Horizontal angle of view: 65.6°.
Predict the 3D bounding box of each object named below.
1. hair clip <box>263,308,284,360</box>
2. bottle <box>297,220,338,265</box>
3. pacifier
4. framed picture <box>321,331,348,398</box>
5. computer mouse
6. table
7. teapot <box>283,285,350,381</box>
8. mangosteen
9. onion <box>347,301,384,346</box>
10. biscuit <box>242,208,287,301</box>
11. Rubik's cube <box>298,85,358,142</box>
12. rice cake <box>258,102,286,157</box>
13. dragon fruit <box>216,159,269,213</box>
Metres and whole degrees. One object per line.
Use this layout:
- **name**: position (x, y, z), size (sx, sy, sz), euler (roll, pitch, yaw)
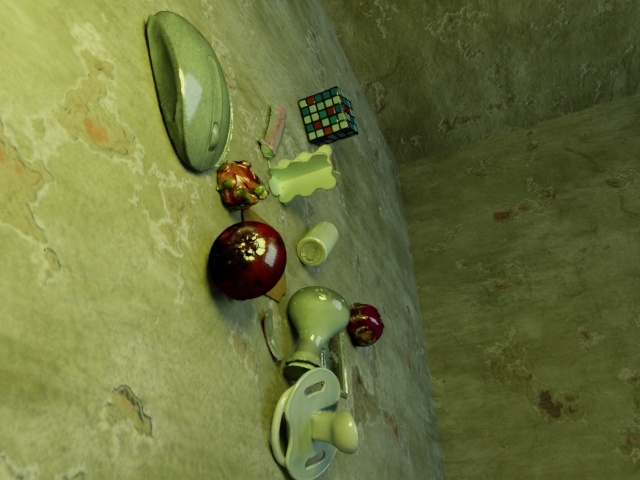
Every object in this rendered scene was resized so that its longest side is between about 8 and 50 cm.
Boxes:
- **hair clip**: position (-0.123, 0.244, 1.283), size (0.054, 0.022, 0.137), euler (-36, 113, -71)
- **bottle**: position (0.000, 0.000, 1.704), size (0.245, 0.104, 0.104), euler (-53, 126, -66)
- **pacifier**: position (0.007, 0.456, 1.189), size (0.227, 0.207, 0.279), euler (-6, 97, -51)
- **framed picture**: position (0.044, 0.376, 1.675), size (0.217, 0.017, 0.274), euler (46, 34, -54)
- **computer mouse**: position (-0.284, -0.346, 1.132), size (0.203, 0.114, 0.374), euler (-21, 97, -72)
- **table**: position (-0.047, -0.211, 1.576), size (0.166, 0.198, 0.167), euler (-15, 90, -72)
- **teapot**: position (-0.022, 0.257, 1.368), size (0.183, 0.183, 0.251), euler (59, 36, -40)
- **mangosteen**: position (-0.163, 0.051, 1.120), size (0.200, 0.199, 0.200), euler (-15, 90, -71)
- **onion**: position (0.179, 0.305, 1.932), size (0.198, 0.135, 0.173), euler (-86, 157, -48)
- **biscuit**: position (-0.151, 0.045, 1.373), size (0.237, 0.013, 0.232), euler (42, 37, -57)
- **Rubik's cube**: position (0.035, -0.512, 2.073), size (0.187, 0.184, 0.182), euler (-12, 88, -70)
- **rice cake**: position (-0.151, -0.368, 1.630), size (0.290, 0.051, 0.081), euler (-82, 151, -50)
- **dragon fruit**: position (-0.195, -0.132, 1.258), size (0.138, 0.175, 0.142), euler (18, 89, -57)
